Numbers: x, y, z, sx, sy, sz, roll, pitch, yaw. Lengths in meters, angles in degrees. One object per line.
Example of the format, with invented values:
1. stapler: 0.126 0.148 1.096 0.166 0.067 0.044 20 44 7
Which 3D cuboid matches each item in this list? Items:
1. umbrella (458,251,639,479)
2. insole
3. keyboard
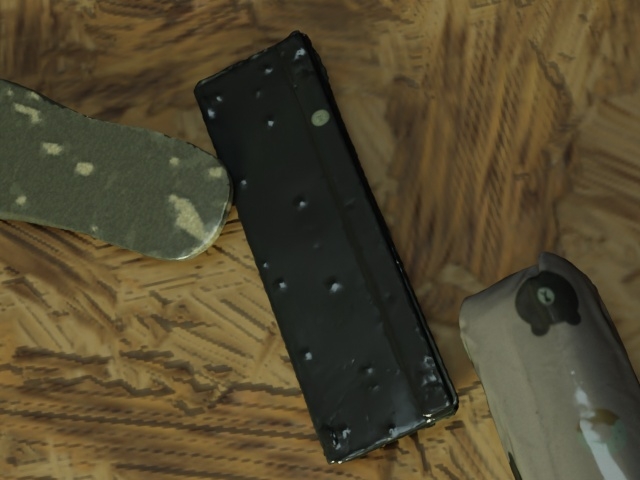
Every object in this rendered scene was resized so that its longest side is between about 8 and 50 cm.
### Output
1. umbrella: 0.144 0.161 0.773 0.073 0.067 0.337 -38 59 32
2. insole: -0.157 -0.042 0.964 0.248 0.011 0.081 16 77 23
3. keyboard: 0.000 0.000 0.905 0.072 0.023 0.231 -27 63 10
